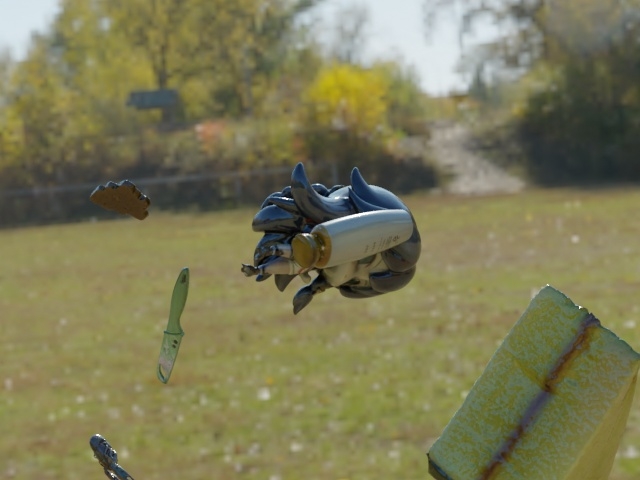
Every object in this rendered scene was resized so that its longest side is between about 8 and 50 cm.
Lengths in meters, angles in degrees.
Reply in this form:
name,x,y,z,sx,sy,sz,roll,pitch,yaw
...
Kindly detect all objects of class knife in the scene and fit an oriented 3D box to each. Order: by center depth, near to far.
name,x,y,z,sx,sy,sz,roll,pitch,yaw
knife,-0.197,0.118,2.144,0.030,0.207,0.014,27,38,14

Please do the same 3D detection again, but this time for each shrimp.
name,x,y,z,sx,sy,sz,roll,pitch,yaw
shrimp,-0.307,0.325,2.301,0.029,0.092,0.038,-24,-24,-37

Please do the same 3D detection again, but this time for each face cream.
name,x,y,z,sx,sy,sz,roll,pitch,yaw
face cream,0.045,-0.003,2.139,0.182,0.072,0.051,-15,48,-36

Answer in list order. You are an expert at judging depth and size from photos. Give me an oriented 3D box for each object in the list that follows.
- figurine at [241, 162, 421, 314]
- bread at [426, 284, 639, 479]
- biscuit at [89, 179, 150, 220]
name,x,y,z,sx,sy,sz,roll,pitch,yaw
figurine,0.015,-0.004,2.283,0.265,0.197,0.175,22,-25,-28
bread,0.272,0.201,1.787,0.167,0.264,0.163,41,16,31
biscuit,-0.280,-0.058,2.207,0.092,0.016,0.082,5,-35,24
